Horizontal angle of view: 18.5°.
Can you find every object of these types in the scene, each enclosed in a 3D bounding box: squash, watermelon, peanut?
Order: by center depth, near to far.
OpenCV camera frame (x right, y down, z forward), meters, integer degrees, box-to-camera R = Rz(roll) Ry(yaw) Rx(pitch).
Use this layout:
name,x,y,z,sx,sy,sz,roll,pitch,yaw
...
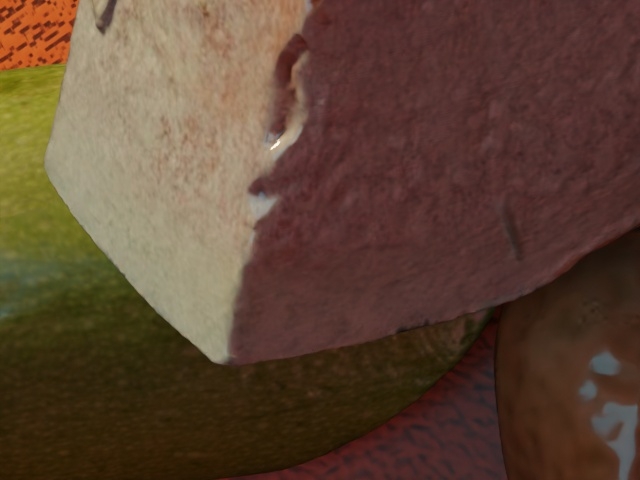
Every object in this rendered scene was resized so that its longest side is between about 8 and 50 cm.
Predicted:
name,x,y,z,sx,sy,sz,roll,pitch,yaw
watermelon,0.022,-0.149,0.684,0.228,0.258,0.387,4,65,0
peanut,0.115,0.121,0.759,0.124,0.123,0.256,-7,84,15
squash,-0.068,0.012,0.837,0.261,0.189,0.189,-8,86,-12
